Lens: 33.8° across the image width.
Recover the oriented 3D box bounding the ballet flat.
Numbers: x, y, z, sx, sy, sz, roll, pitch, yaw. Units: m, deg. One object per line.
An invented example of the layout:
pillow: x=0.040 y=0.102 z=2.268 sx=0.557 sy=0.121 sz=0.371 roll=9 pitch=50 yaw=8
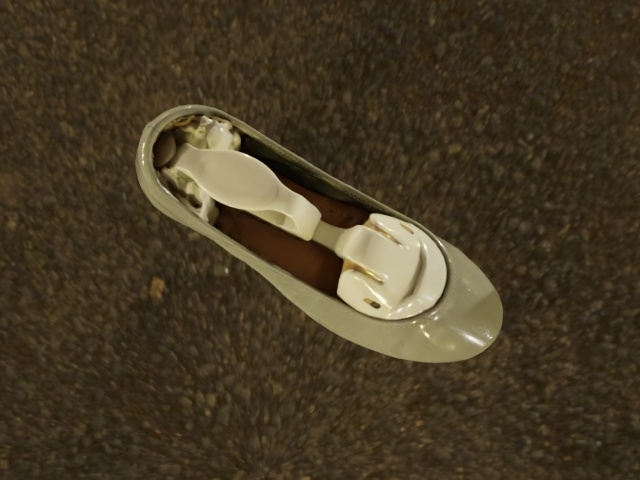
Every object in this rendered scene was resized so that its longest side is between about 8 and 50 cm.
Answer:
ballet flat: x=0.000 y=0.000 z=0.534 sx=0.213 sy=0.068 sz=0.072 roll=29 pitch=79 yaw=0
